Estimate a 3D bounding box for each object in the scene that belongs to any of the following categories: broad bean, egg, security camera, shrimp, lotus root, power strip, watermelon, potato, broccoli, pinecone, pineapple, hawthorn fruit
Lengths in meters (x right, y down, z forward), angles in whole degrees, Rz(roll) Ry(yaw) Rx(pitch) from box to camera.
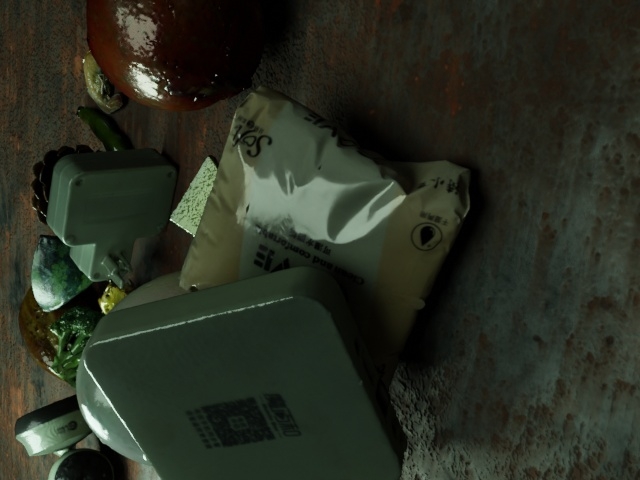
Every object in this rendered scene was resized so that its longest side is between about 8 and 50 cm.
[{"bbox_3d":[-0.467,-0.234,1.806,0.297,0.043,0.060,45,140,36],"label":"broad bean"},{"bbox_3d":[-0.251,0.229,1.416,0.355,0.340,0.354,10,103,48],"label":"egg"},{"bbox_3d":[-0.604,0.527,2.013,0.191,0.197,0.277,-31,80,57],"label":"security camera"},{"bbox_3d":[-0.438,-0.348,1.750,0.251,0.052,0.143,-6,104,58],"label":"shrimp"},{"bbox_3d":[-0.602,0.207,1.967,0.291,0.193,0.193,46,129,31],"label":"lotus root"},{"bbox_3d":[-0.404,-0.035,1.624,0.141,0.230,0.261,42,126,35],"label":"power strip"},{"bbox_3d":[-0.547,0.075,1.873,0.136,0.202,0.207,32,107,16],"label":"watermelon"},{"bbox_3d":[-0.180,-0.067,1.500,0.120,0.081,0.149,35,110,4],"label":"potato"},{"bbox_3d":[-0.473,0.228,1.714,0.195,0.156,0.195,36,161,14],"label":"broccoli"},{"bbox_3d":[-0.505,-0.106,1.759,0.208,0.208,0.207,13,107,48],"label":"pinecone"},{"bbox_3d":[-0.405,0.180,1.787,0.225,0.076,0.224,19,115,46],"label":"pineapple"},{"bbox_3d":[-0.236,-0.349,1.331,0.316,0.316,0.315,13,107,48],"label":"hawthorn fruit"}]

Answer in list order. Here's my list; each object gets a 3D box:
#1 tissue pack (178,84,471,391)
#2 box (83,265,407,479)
[{"bbox_3d":[0.000,0.000,1.200,0.376,0.195,0.389,29,121,19],"label":"tissue pack"},{"bbox_3d":[-0.096,0.224,1.173,0.373,0.090,0.367,-14,121,16],"label":"box"}]
